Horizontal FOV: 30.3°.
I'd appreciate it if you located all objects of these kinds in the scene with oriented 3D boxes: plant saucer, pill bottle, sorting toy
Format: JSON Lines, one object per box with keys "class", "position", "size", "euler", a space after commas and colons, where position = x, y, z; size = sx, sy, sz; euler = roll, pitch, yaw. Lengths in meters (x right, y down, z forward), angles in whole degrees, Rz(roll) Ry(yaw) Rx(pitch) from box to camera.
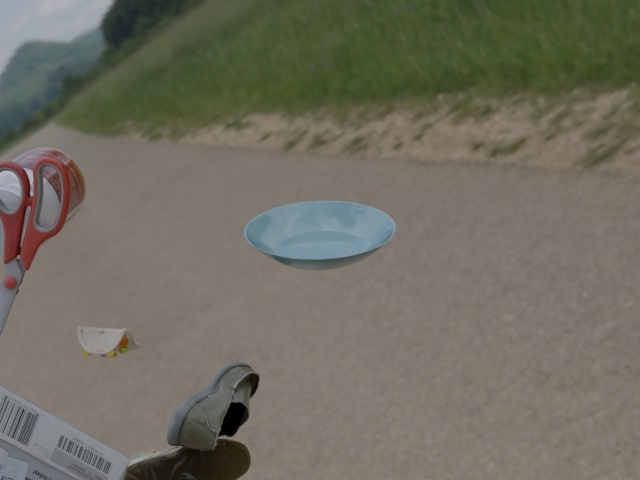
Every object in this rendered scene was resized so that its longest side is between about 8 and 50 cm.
{"class": "plant saucer", "position": [0.000, 0.000, 1.515], "size": [0.195, 0.037, 0.195], "euler": [-2, 22, 1]}
{"class": "pill bottle", "position": [-0.414, -0.054, 1.664], "size": [0.121, 0.121, 0.216], "euler": [-31, 11, 12]}
{"class": "sorting toy", "position": [-0.304, 0.153, 1.740], "size": [0.083, 0.045, 0.075], "euler": [1, -10, 26]}

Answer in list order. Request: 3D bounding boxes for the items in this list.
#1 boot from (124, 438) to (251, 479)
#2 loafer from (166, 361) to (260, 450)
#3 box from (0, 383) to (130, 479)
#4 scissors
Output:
{"class": "boot", "position": [-0.231, 0.365, 1.894], "size": [0.213, 0.077, 0.165], "euler": [-10, -6, -22]}
{"class": "loafer", "position": [-0.151, 0.271, 1.864], "size": [0.251, 0.087, 0.094], "euler": [-38, -33, -62]}
{"class": "box", "position": [-0.210, 0.193, 0.739], "size": [0.038, 0.145, 0.186], "euler": [-13, 51, 41]}
{"class": "scissors", "position": [-0.378, 0.038, 1.498], "size": [0.109, 0.297, 0.021], "euler": [6, 8, 2]}
